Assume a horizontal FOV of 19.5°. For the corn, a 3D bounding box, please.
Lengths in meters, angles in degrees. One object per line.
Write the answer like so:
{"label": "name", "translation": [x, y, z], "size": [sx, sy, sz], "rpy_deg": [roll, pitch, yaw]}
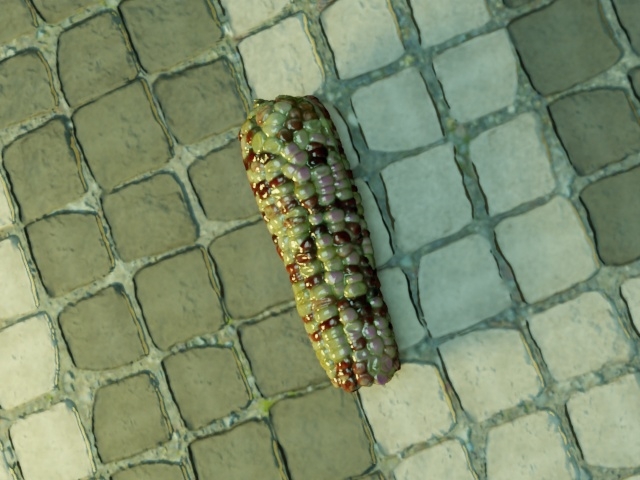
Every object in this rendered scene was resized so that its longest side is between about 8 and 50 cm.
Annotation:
{"label": "corn", "translation": [0.000, 0.000, 1.658], "size": [0.092, 0.092, 0.280], "rpy_deg": [-19, 84, 11]}
